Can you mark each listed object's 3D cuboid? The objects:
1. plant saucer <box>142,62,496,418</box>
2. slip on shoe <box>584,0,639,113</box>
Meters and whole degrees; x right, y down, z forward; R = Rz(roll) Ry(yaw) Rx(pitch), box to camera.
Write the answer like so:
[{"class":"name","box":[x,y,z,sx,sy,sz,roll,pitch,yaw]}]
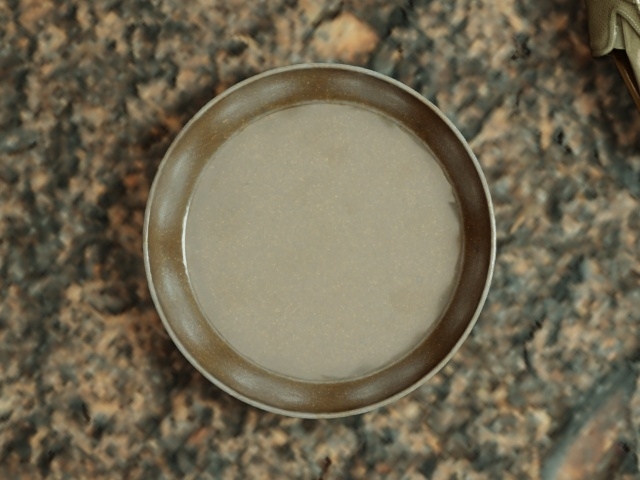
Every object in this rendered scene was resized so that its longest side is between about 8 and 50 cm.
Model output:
[{"class":"plant saucer","box":[0.000,0.000,0.920,0.168,0.029,0.168,0,89,7]},{"class":"slip on shoe","box":[0.142,-0.100,0.896,0.041,0.051,0.135,-32,93,3]}]
